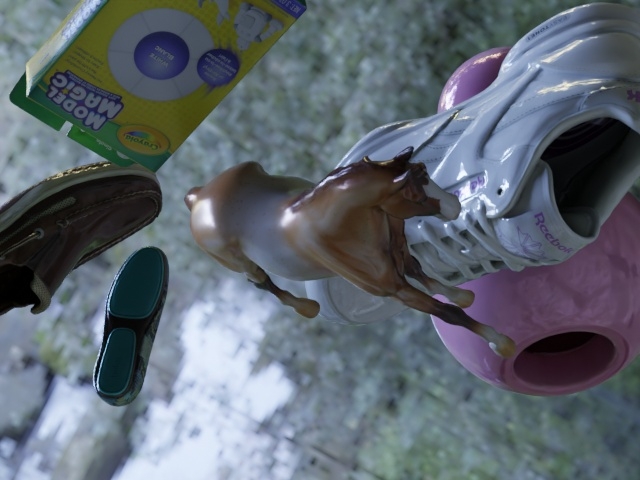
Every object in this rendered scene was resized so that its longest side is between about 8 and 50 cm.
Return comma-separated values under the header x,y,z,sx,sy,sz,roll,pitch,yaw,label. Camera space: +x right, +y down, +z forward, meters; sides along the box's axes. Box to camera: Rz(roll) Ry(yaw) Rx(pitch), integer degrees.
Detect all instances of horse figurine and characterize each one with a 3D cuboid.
x,y,z,sx,sy,sz,roll,pitch,yaw,label
0.000,0.000,1.090,0.263,0.174,0.066,12,71,47,horse figurine

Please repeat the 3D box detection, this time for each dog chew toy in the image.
x,y,z,sx,sy,sz,roll,pitch,yaw,label
0.181,-0.033,1.614,0.206,0.206,0.332,-36,47,33,dog chew toy

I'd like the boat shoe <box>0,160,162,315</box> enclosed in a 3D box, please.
x,y,z,sx,sy,sz,roll,pitch,yaw,label
-0.240,0.021,1.531,0.257,0.095,0.095,-24,57,-13,boat shoe

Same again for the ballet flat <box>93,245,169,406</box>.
x,y,z,sx,sy,sz,roll,pitch,yaw,label
-0.211,0.099,2.077,0.070,0.070,0.188,-11,55,51,ballet flat

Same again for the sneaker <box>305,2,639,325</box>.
x,y,z,sx,sy,sz,roll,pitch,yaw,label
0.102,-0.029,1.216,0.305,0.114,0.152,-40,30,25,sneaker

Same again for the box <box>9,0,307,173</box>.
x,y,z,sx,sy,sz,roll,pitch,yaw,label
-0.105,-0.119,1.154,0.179,0.105,0.043,-44,31,26,box
